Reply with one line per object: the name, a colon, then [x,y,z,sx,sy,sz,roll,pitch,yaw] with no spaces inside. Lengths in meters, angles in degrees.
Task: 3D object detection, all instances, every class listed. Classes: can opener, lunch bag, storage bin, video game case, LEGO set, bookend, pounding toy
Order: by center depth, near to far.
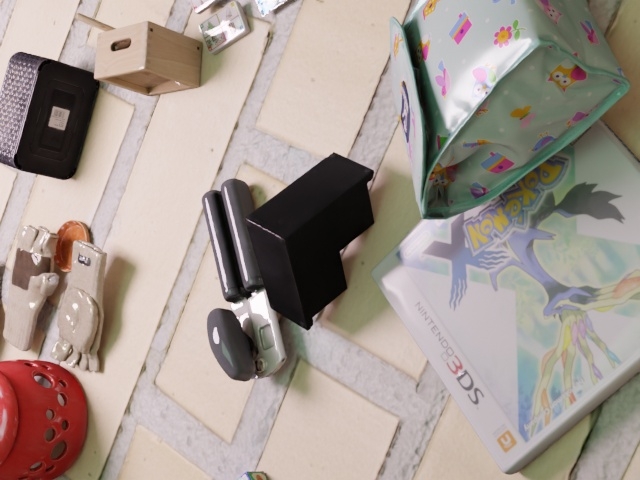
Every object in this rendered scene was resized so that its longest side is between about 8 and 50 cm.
lunch bag: [0.170,-0.175,1.159,0.262,0.160,0.223,-46,40,37]
video game case: [0.240,0.040,1.176,0.329,0.036,0.300,-46,58,22]
bookend: [0.000,0.000,1.336,0.157,0.156,0.072,-39,47,-26]
can opener: [-0.115,0.049,1.415,0.076,0.095,0.283,-28,66,31]
LEGO set: [-0.091,-0.401,1.522,0.244,0.060,0.182,-27,79,33]
pounding toy: [-0.270,-0.280,1.572,0.141,0.130,0.100,-3,80,38]
storage bin: [-0.441,-0.198,1.697,0.084,0.122,0.180,20,95,39]

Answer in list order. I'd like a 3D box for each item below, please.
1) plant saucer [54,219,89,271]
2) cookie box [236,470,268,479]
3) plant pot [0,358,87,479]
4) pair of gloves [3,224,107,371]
plant saucer: [-0.395,0.009,1.694,0.084,0.013,0.083,-8,76,37]
cookie box: [-0.090,0.368,1.375,0.092,0.040,0.107,-45,59,23]
plant pot: [-0.474,0.268,1.593,0.191,0.174,0.191,-6,76,25]
pair of gloves: [-0.413,0.087,1.669,0.240,0.042,0.204,14,99,39]
